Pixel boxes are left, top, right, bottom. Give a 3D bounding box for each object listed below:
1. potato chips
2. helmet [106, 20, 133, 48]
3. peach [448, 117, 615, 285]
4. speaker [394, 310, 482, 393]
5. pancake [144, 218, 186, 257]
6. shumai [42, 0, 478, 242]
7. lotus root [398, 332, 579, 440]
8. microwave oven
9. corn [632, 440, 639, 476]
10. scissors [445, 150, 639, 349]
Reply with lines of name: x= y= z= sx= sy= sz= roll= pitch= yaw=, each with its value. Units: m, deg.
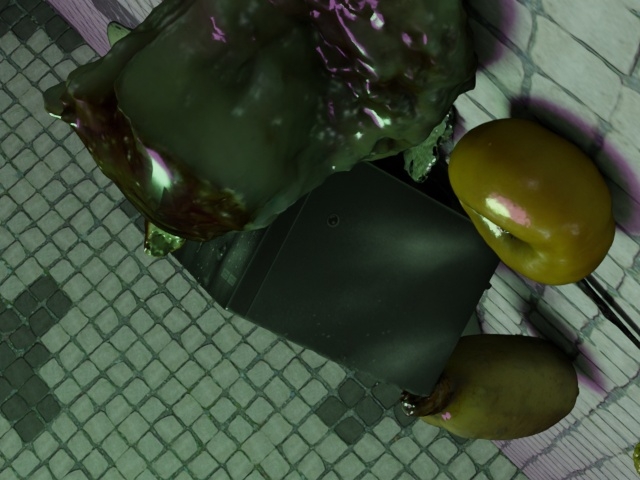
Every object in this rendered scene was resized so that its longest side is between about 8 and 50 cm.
potato chips: x=0.071 y=-0.159 z=1.153 sx=0.228 sy=0.059 sz=0.167 roll=49 pitch=168 yaw=25
helmet: x=-0.245 y=-0.319 z=1.766 sx=0.257 sy=0.137 sz=0.204 roll=48 pitch=162 yaw=1
peach: x=0.192 y=-0.039 z=0.916 sx=0.179 sy=0.103 sz=0.179 roll=48 pitch=175 yaw=6
speaker: x=0.178 y=0.168 z=1.834 sx=0.183 sy=0.184 sz=0.406 roll=43 pitch=172 yaw=26
pancake: x=-0.181 y=-0.193 z=1.353 sx=0.067 sy=0.305 sz=0.427 roll=12 pitch=-136 yaw=-12
shumai: x=-0.070 y=-0.161 z=0.890 sx=0.324 sy=0.323 sz=0.397 roll=48 pitch=173 yaw=-25
lotus root: x=0.234 y=0.206 z=1.419 sx=0.342 sy=0.151 sz=0.169 roll=6 pitch=-178 yaw=-41
microwave oven: x=0.000 y=0.000 z=1.392 sx=0.374 sy=0.236 sz=0.432 roll=26 pitch=-177 yaw=-23
corn: x=0.506 y=0.351 z=1.363 sx=0.231 sy=0.080 sz=0.080 roll=50 pitch=172 yaw=-26
scissors: x=0.262 y=0.014 z=1.120 sx=0.317 sy=0.024 sz=0.160 roll=47 pitch=173 yaw=-4
